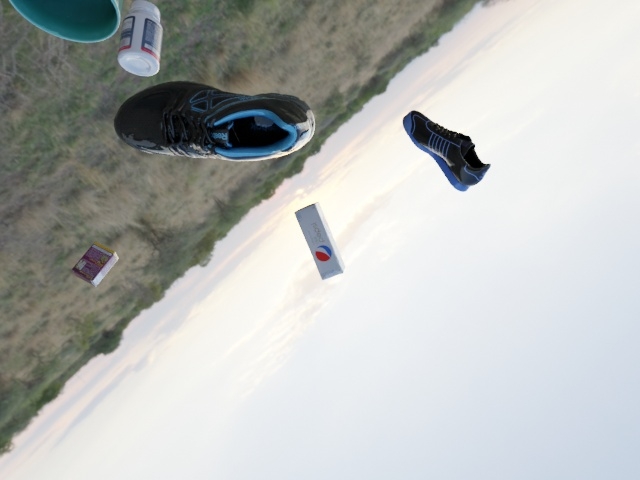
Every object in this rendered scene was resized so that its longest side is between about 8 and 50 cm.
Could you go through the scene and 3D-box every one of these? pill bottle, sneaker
[{"bbox_3d":[-0.498,-0.567,1.217,0.108,0.108,0.180,-24,-119,61],"label":"pill bottle"},{"bbox_3d":[-0.184,-0.194,0.712,0.341,0.125,0.139,-1,-156,5],"label":"sneaker"},{"bbox_3d":[0.288,-0.223,0.992,0.081,0.232,0.090,-34,171,-37],"label":"sneaker"}]

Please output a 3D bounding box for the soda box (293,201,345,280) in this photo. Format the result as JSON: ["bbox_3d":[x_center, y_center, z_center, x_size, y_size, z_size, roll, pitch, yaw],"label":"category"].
[{"bbox_3d":[0.000,0.000,1.261,0.069,0.216,0.074,-20,-173,13],"label":"soda box"}]

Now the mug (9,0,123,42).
[{"bbox_3d":[-0.315,-0.343,0.574,0.129,0.158,0.097,143,-51,-60],"label":"mug"}]

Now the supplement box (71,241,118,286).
[{"bbox_3d":[-0.512,0.054,0.994,0.083,0.055,0.043,-61,179,-28],"label":"supplement box"}]
